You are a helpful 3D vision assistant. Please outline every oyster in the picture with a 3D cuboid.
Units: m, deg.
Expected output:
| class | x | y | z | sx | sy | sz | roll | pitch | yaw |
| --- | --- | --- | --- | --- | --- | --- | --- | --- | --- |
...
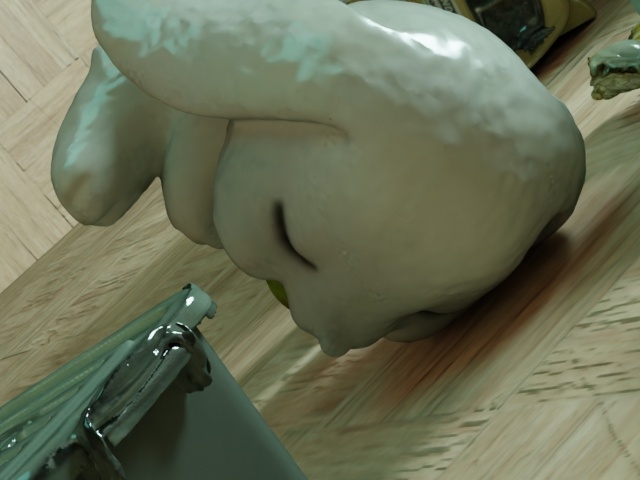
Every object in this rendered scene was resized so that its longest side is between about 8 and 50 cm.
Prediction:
| class | x | y | z | sx | sy | sz | roll | pitch | yaw |
| --- | --- | --- | --- | --- | --- | --- | --- | --- | --- |
| oyster | 0.196 | -0.109 | 1.017 | 0.146 | 0.045 | 0.121 | -28 | 10 | 23 |

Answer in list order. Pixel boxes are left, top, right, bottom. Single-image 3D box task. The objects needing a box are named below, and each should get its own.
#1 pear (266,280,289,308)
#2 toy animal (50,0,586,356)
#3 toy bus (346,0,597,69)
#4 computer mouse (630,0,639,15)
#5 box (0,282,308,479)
| class | x | y | z | sx | sy | sz | roll | pitch | yaw |
| --- | --- | --- | --- | --- | --- | --- | --- | --- | --- |
| pear | 0.000 | 0.000 | 1.176 | 0.092 | 0.092 | 0.097 | -32 | 54 | 40 |
| toy animal | 0.013 | -0.052 | 0.968 | 0.206 | 0.271 | 0.265 | -66 | 25 | -1 |
| toy bus | 0.036 | -0.254 | 1.375 | 0.202 | 0.365 | 0.177 | -30 | 9 | -8 |
| computer mouse | 0.274 | -0.190 | 0.900 | 0.288 | 0.097 | 0.159 | -29 | 48 | 15 |
| box | -0.106 | 0.143 | 0.776 | 0.243 | 0.135 | 0.163 | -33 | 11 | 40 |
